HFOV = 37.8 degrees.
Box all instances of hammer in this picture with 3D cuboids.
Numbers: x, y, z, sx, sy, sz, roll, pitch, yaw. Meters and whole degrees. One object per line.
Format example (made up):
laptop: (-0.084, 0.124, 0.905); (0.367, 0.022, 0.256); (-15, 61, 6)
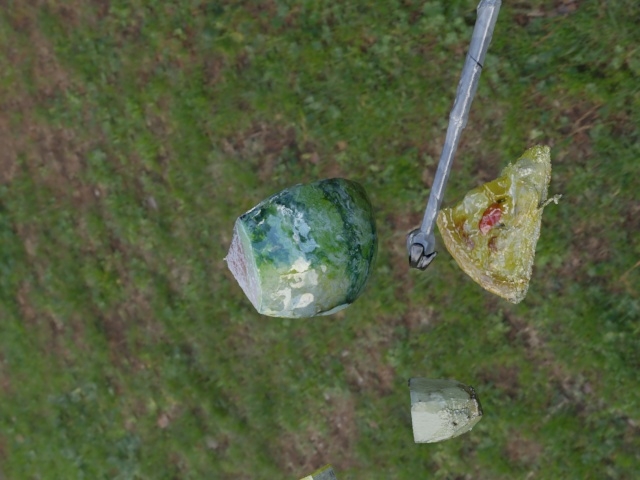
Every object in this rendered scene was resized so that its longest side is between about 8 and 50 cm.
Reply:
hammer: (0.193, -0.157, 1.368); (0.044, 0.152, 0.427); (14, 103, 2)

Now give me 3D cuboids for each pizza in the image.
pizza: (0.339, -0.063, 1.766); (0.280, 0.075, 0.287); (43, 115, 46)

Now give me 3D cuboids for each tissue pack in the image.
tissue pack: (-0.005, 0.558, 2.059); (0.062, 0.176, 0.095); (-27, 80, 12)

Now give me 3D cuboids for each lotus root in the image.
lotus root: (0.238, 0.331, 1.797); (0.144, 0.070, 0.143); (-10, 118, 16)

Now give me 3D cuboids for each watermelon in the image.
watermelon: (0.000, 0.000, 1.586); (0.180, 0.305, 0.224); (13, 114, 51)
